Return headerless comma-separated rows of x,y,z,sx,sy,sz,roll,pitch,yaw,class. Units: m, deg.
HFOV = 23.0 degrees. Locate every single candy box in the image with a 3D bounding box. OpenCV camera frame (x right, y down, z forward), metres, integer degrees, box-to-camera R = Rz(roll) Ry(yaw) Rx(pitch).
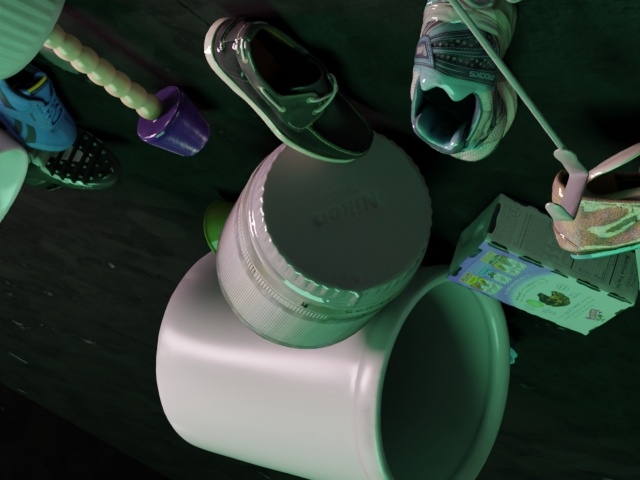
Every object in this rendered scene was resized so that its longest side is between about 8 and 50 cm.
0.272,0.032,1.906,0.196,0.070,0.165,22,160,-5,candy box

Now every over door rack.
0.256,-0.159,1.326,0.239,0.108,0.324,1,136,40,over door rack

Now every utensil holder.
0.014,0.172,2.162,0.385,0.327,0.327,9,158,36,utensil holder

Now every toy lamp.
-0.238,-0.186,1.811,0.080,0.080,0.275,-2,149,47,toy lamp

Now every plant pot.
-0.102,-0.021,2.126,0.079,0.083,0.083,-11,145,35,plant pot

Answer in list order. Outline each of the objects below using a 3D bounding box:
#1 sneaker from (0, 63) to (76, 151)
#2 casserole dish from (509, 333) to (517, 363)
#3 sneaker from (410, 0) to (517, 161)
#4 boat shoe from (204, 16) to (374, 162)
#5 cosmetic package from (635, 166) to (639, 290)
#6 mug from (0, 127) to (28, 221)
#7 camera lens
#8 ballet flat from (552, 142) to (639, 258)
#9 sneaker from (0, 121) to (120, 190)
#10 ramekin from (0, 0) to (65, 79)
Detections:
-0.360,-0.172,1.974,0.082,0.069,0.209,3,154,31,sneaker
0.203,0.135,2.294,0.188,0.037,0.114,8,157,32,casserole dish
0.125,-0.134,1.531,0.110,0.122,0.283,15,160,14,sneaker
-0.019,-0.155,1.670,0.079,0.084,0.233,-3,148,48,boat shoe
0.396,-0.004,1.705,0.099,0.060,0.239,16,160,21,cosmetic package
-0.578,-0.137,1.978,0.328,0.276,0.374,39,149,7,mug
0.000,0.000,1.859,0.219,0.219,0.274,22,160,-6,camera lens
0.368,-0.055,1.518,0.316,0.107,0.106,-11,107,24,ballet flat
-0.359,-0.109,2.134,0.234,0.078,0.106,15,163,25,sneaker
-0.336,-0.254,1.549,0.109,0.207,0.207,24,162,-38,ramekin
